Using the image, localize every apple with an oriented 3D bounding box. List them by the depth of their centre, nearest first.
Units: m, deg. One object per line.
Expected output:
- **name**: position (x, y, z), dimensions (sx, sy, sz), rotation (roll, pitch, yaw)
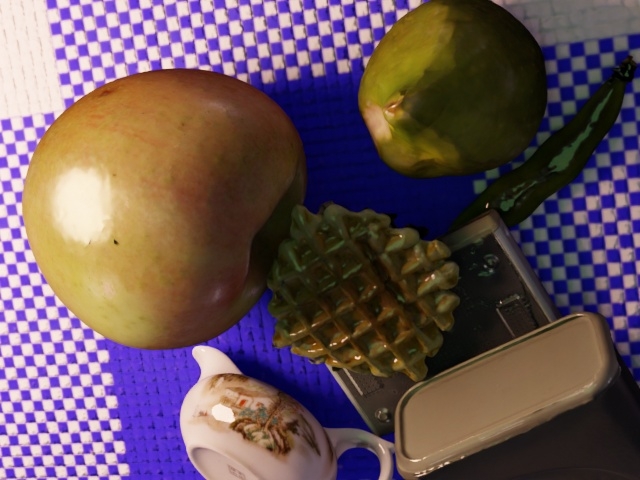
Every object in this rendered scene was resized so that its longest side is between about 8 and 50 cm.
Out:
- **apple**: position (-0.176, -0.041, 1.352), dimensions (0.277, 0.319, 0.319), rotation (24, 107, 14)

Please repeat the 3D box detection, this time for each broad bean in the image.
- **broad bean**: position (0.252, -0.081, 1.355), dimensions (0.297, 0.043, 0.060), rotation (-45, 81, 19)

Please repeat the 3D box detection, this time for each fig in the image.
- **fig**: position (0.128, -0.148, 1.253), dimensions (0.206, 0.275, 0.206), rotation (3, 101, 15)

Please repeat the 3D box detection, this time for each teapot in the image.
- **teapot**: position (-0.059, 0.239, 1.456), dimensions (0.298, 0.139, 0.204), rotation (29, 148, 14)

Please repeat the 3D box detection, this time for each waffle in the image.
- **waffle**: position (0.046, 0.061, 1.346), dimensions (0.214, 0.054, 0.208), rotation (10, 112, -3)

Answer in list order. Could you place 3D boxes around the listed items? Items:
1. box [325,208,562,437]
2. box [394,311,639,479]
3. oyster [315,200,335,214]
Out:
- **box**: position (0.132, 0.105, 1.407), dimensions (0.270, 0.045, 0.211), rotation (-27, 106, 20)
- **box**: position (0.234, 0.217, 1.353), dimensions (0.274, 0.138, 0.178), rotation (-28, 121, 22)
- **oyster**: position (0.000, 0.000, 1.435), dimensions (0.038, 0.080, 0.083), rotation (31, 145, -15)
